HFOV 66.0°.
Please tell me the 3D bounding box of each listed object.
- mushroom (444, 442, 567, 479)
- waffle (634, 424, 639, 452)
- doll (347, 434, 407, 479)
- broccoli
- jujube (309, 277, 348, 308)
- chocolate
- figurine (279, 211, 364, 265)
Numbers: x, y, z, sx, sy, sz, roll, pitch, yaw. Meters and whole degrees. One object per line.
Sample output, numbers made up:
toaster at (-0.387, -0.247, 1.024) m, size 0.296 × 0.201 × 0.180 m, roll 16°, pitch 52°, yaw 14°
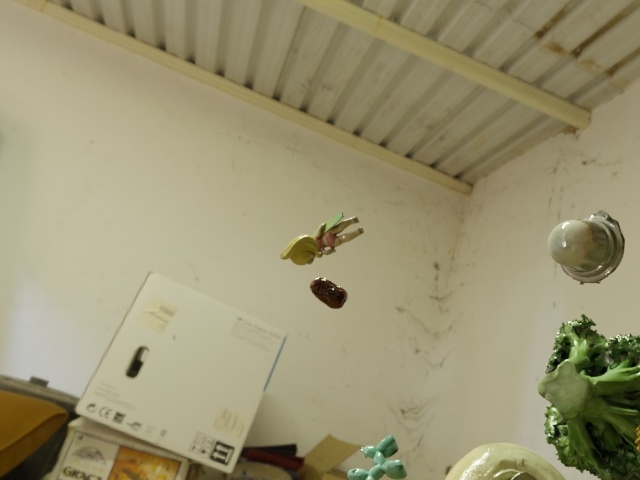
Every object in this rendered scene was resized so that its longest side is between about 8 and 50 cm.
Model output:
mushroom at (0.310, 0.446, 0.786) m, size 0.246 × 0.246 × 0.202 m, roll 13°, pitch -40°, yaw 14°
waffle at (0.523, 0.195, 0.610) m, size 0.069 × 0.293 × 0.259 m, roll 49°, pitch -24°, yaw 16°
doll at (0.151, 0.618, 1.338) m, size 0.159 × 0.159 × 0.059 m, roll -20°, pitch -63°, yaw 8°
broccoli at (0.485, 0.278, 0.852) m, size 0.242 × 0.269 × 0.261 m, roll 24°, pitch 19°, yaw -35°
jujube at (0.025, 0.169, 1.598) m, size 0.129 × 0.077 × 0.077 m, roll 32°, pitch -21°, yaw 3°
chocolate at (0.729, 0.007, 1.389) m, size 0.147 × 0.221 × 0.221 m, roll 19°, pitch -18°, yaw -31°
figurine at (0.000, 0.000, 1.064) m, size 0.188 × 0.083 × 0.083 m, roll -22°, pitch -36°, yaw 16°
